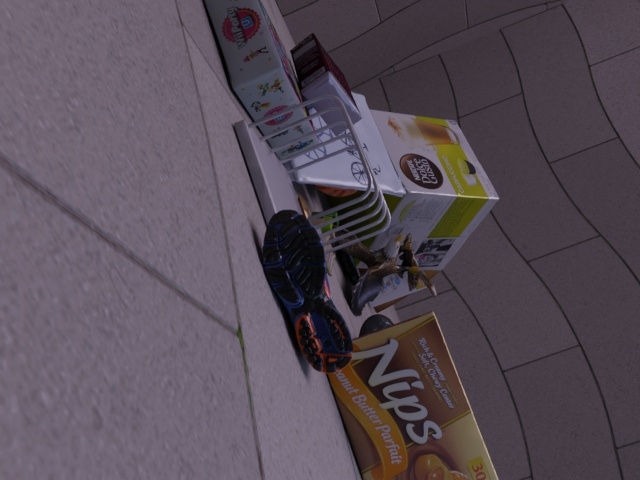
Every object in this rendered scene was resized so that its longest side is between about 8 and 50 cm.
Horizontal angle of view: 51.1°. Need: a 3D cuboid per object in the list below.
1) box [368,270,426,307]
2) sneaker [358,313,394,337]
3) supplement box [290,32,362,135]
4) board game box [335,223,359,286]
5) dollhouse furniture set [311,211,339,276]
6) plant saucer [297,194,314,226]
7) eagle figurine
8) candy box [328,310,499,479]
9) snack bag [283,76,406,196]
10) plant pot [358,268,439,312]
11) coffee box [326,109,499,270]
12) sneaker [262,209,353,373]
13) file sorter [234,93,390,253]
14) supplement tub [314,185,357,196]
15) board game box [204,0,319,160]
[{"bbox_3d":[0.241,0.133,2.177,0.114,0.203,0.103,-6,76,-83],"label":"box"},{"bbox_3d":[0.124,0.238,1.448,0.286,0.109,0.130,75,-7,-48],"label":"sneaker"},{"bbox_3d":[0.008,-0.342,1.451,0.130,0.073,0.239,48,18,-33],"label":"supplement box"},{"bbox_3d":[0.067,0.030,1.874,0.126,0.026,0.186,52,18,-69],"label":"board game box"},{"bbox_3d":[0.000,0.000,1.447,0.076,0.059,0.151,73,21,-46],"label":"dollhouse furniture set"},{"bbox_3d":[-0.033,-0.053,1.375,0.083,0.015,0.083,-20,90,-83],"label":"plant saucer"},{"bbox_3d":[0.136,0.057,1.737,0.226,0.298,0.225,32,-59,49],"label":"eagle figurine"},{"bbox_3d":[0.140,0.284,0.996,0.087,0.183,0.316,47,23,-75],"label":"candy box"},{"bbox_3d":[0.026,-0.247,1.554,0.343,0.037,0.323,3,57,-40],"label":"snack bag"},{"bbox_3d":[0.274,0.098,2.345,0.237,0.255,0.237,-22,90,-83],"label":"plant pot"},{"bbox_3d":[0.257,-0.144,2.018,0.338,0.335,0.337,-59,-140,42],"label":"coffee box"},{"bbox_3d":[-0.023,0.067,0.891,0.087,0.083,0.221,166,-91,-83],"label":"sneaker"},{"bbox_3d":[0.002,-0.096,1.115,0.278,0.173,0.192,42,28,-75],"label":"file sorter"},{"bbox_3d":[0.040,-0.245,1.784,0.316,0.194,0.193,-99,167,-63],"label":"supplement tub"},{"bbox_3d":[-0.106,-0.321,1.282,0.303,0.098,0.223,50,19,-69],"label":"board game box"}]
